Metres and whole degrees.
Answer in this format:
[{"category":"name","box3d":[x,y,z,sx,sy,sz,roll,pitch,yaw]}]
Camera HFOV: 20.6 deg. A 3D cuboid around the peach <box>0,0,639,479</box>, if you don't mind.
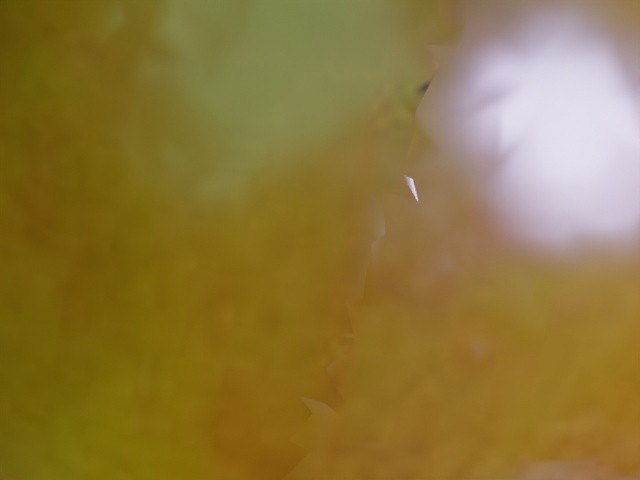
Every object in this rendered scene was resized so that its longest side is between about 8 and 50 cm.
[{"category":"peach","box3d":[0.000,0.000,0.461,0.307,0.308,0.332,20,101,13]}]
